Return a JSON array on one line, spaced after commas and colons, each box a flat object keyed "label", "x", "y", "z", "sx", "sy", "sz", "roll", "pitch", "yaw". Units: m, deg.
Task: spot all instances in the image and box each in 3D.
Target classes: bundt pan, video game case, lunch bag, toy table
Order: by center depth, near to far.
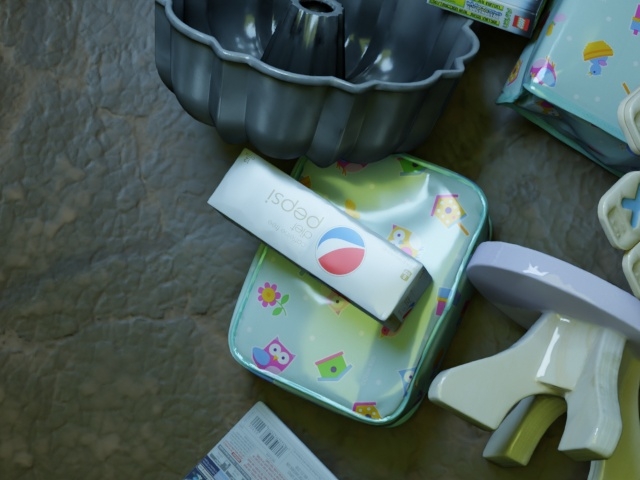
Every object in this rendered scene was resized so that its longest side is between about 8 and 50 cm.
[{"label": "toy table", "x": 0.239, "y": 0.138, "z": 1.534, "sx": 0.274, "sy": 0.252, "sz": 0.161, "roll": 26, "pitch": 73, "yaw": 1}, {"label": "bundt pan", "x": -0.016, "y": -0.182, "z": 1.581, "sx": 0.331, "sy": 0.331, "sz": 0.124, "roll": 21, "pitch": 122, "yaw": 9}, {"label": "video game case", "x": -0.067, "y": 0.284, "z": 1.594, "sx": 0.183, "sy": 0.023, "sz": 0.201, "roll": -46, "pitch": 48, "yaw": -3}, {"label": "lunch bag", "x": 0.345, "y": -0.172, "z": 1.594, "sx": 0.262, "sy": 0.160, "sz": 0.223, "roll": 29, "pitch": 82, "yaw": -4}, {"label": "lunch bag", "x": 0.038, "y": 0.034, "z": 1.625, "sx": 0.224, "sy": 0.108, "sz": 0.279, "roll": 22, "pitch": 83, "yaw": 15}]

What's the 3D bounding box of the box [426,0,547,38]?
[{"label": "box", "x": 0.197, "y": -0.303, "z": 1.636, "sx": 0.114, "sy": 0.036, "sz": 0.207, "roll": 20, "pitch": 54, "yaw": 9}]

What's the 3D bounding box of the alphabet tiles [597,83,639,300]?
[{"label": "alphabet tiles", "x": 0.373, "y": -0.037, "z": 1.495, "sx": 0.278, "sy": 0.021, "sz": 0.284, "roll": -39, "pitch": 111, "yaw": -31}]

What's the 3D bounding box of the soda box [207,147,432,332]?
[{"label": "soda box", "x": 0.000, "y": 0.000, "z": 1.544, "sx": 0.216, "sy": 0.074, "sz": 0.069, "roll": 33, "pitch": 86, "yaw": 16}]
